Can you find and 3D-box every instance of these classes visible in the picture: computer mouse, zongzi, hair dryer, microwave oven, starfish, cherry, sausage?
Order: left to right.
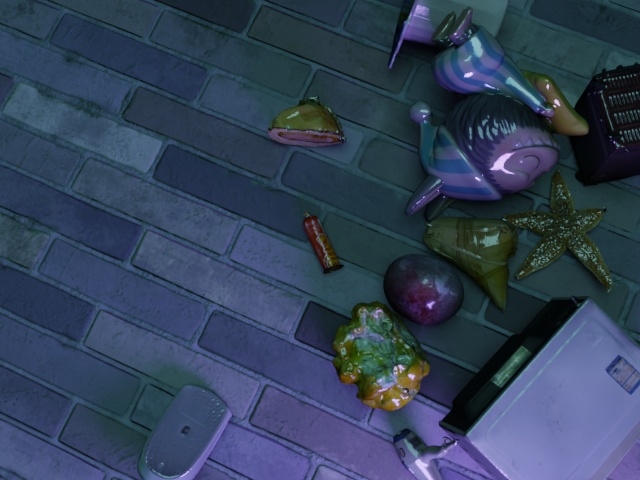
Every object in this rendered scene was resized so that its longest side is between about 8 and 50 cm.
[{"bbox_3d":[-0.282,0.407,1.813,0.128,0.079,0.231,32,64,8],"label":"computer mouse"},{"bbox_3d":[0.000,0.000,1.912,0.050,0.048,0.145,-23,73,-8],"label":"sausage"},{"bbox_3d":[0.213,0.104,1.808,0.176,0.176,0.140,28,102,10],"label":"cherry"},{"bbox_3d":[0.238,0.445,1.723,0.067,0.199,0.167,-35,101,-32],"label":"hair dryer"},{"bbox_3d":[0.313,0.048,1.865,0.194,0.099,0.197,7,104,22],"label":"zongzi"},{"bbox_3d":[0.446,0.315,1.697,0.286,0.218,0.355,43,82,-2],"label":"microwave oven"},{"bbox_3d":[0.503,-0.003,1.876,0.231,0.048,0.295,-22,70,4],"label":"starfish"},{"bbox_3d":[0.627,-0.242,1.830,0.178,0.247,0.188,-13,76,-3],"label":"microwave oven"}]

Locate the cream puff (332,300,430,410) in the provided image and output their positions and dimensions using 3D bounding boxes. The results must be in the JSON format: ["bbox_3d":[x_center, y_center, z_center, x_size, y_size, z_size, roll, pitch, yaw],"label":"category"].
[{"bbox_3d":[0.115,0.239,1.784,0.195,0.194,0.221,-29,58,-4],"label":"cream puff"}]

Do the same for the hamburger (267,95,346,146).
[{"bbox_3d":[-0.023,-0.263,1.965,0.176,0.087,0.102,4,63,13],"label":"hamburger"}]

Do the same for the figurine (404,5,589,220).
[{"bbox_3d":[0.290,-0.209,1.804,0.361,0.266,0.377,42,86,-14],"label":"figurine"}]

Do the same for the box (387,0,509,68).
[{"bbox_3d":[0.285,-0.494,1.935,0.206,0.262,0.291,15,100,-3],"label":"box"}]
